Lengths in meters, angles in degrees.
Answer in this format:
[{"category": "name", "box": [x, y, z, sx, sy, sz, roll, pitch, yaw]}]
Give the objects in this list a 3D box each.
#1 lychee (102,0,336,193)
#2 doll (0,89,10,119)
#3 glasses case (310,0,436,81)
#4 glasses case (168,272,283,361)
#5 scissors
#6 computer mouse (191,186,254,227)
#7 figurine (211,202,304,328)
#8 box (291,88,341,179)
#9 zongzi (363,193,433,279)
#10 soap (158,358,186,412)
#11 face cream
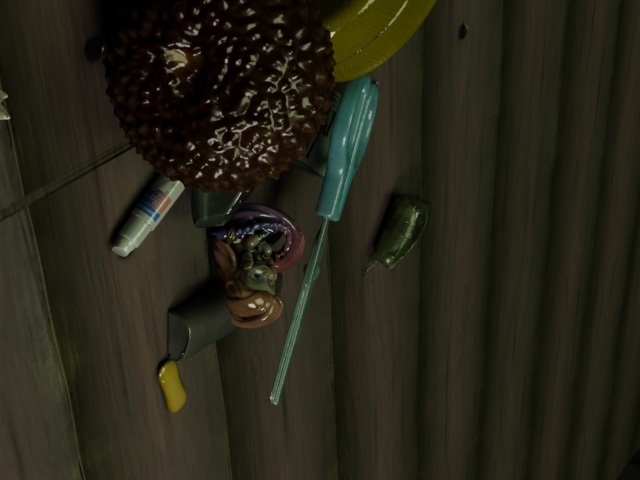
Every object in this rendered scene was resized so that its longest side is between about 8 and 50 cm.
[{"category": "lychee", "box": [-0.098, -0.185, 1.179, 0.271, 0.271, 0.271, -34, 134, -43]}, {"category": "doll", "box": [-0.336, -0.136, 1.000, 0.084, 0.073, 0.127, -36, 144, 11]}, {"category": "glasses case", "box": [0.076, -0.366, 1.375, 0.141, 0.173, 0.371, 37, 77, -54]}, {"category": "glasses case", "box": [-0.125, 0.091, 1.476, 0.191, 0.042, 0.072, -31, 140, -45]}, {"category": "scissors", "box": [0.000, 0.000, 1.465, 0.192, 0.029, 0.447, 17, 88, -81]}, {"category": "computer mouse", "box": [-0.093, -0.115, 1.344, 0.231, 0.071, 0.126, -58, 180, -4]}, {"category": "figurine", "box": [-0.086, 0.038, 1.422, 0.126, 0.114, 0.157, 24, 69, -42]}, {"category": "box", "box": [-0.015, -0.158, 1.495, 0.177, 0.036, 0.115, 26, 87, -59]}, {"category": "zongzi", "box": [0.132, 0.003, 1.804, 0.154, 0.062, 0.130, -66, 161, 8]}, {"category": "soap", "box": [-0.193, 0.190, 1.453, 0.034, 0.012, 0.089, -44, 141, -35]}, {"category": "face cream", "box": [-0.196, -0.036, 1.294, 0.130, 0.034, 0.034, -55, 146, -19]}]
